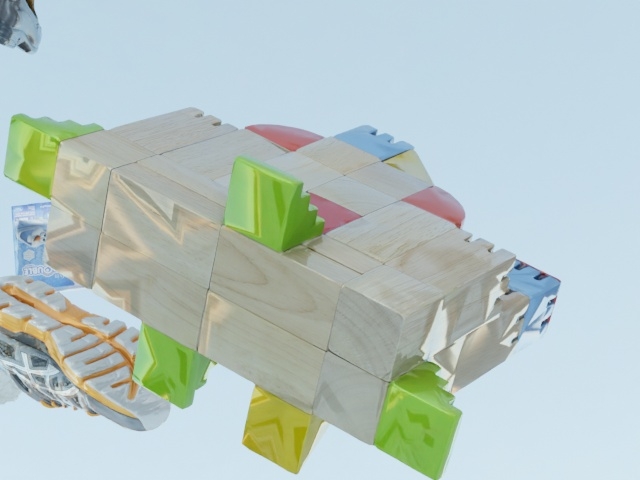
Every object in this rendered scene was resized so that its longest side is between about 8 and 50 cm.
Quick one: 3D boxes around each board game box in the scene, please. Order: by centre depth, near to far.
[{"bbox_3d":[-0.252,0.005,1.494,0.090,0.090,0.020,-7,-18,-2],"label":"board game box"}]

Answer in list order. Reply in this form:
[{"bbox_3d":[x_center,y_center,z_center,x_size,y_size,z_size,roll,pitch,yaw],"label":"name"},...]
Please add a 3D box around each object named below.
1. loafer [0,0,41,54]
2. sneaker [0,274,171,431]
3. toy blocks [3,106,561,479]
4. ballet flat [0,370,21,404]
[{"bbox_3d":[-0.313,-0.233,1.593,0.062,0.170,0.061,30,-86,-4],"label":"loafer"},{"bbox_3d":[-0.205,0.106,1.281,0.084,0.215,0.083,-18,-52,-45],"label":"sneaker"},{"bbox_3d":[0.000,0.000,1.100,0.261,0.381,0.190,-24,-47,-52],"label":"toy blocks"},{"bbox_3d":[-0.530,0.203,2.065,0.409,0.147,0.147,-12,-35,-41],"label":"ballet flat"}]
